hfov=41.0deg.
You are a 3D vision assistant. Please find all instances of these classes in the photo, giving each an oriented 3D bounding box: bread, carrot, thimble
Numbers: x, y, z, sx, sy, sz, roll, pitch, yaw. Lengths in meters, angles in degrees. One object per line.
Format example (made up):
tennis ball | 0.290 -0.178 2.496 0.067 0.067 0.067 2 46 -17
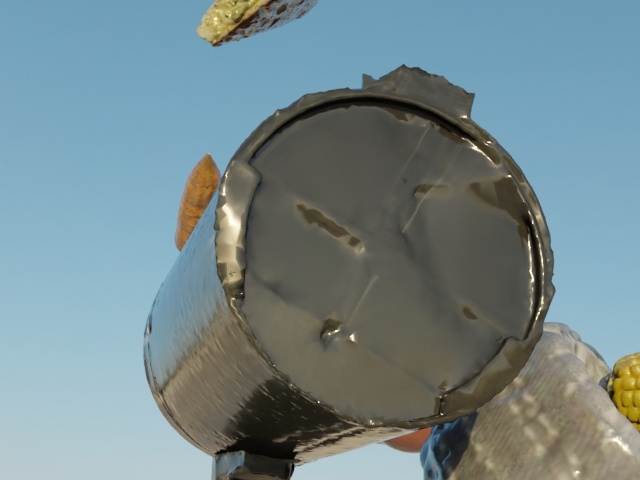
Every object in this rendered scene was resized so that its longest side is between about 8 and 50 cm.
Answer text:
bread | -0.042 -0.258 0.857 0.154 0.054 0.136 -34 3 -34
carrot | -0.163 -0.054 1.201 0.072 0.072 0.205 9 -36 -9
thimble | 0.190 0.191 0.675 0.205 0.236 0.172 41 -77 -14

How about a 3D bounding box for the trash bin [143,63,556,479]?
trash bin | -0.003 0.050 0.591 0.203 0.251 0.301 16 -23 -13

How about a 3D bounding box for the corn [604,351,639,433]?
corn | 0.341 0.128 0.663 0.231 0.080 0.080 0 -23 18

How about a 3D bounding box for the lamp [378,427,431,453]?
lamp | 0.135 0.153 1.247 0.306 0.305 0.239 -6 -47 26
